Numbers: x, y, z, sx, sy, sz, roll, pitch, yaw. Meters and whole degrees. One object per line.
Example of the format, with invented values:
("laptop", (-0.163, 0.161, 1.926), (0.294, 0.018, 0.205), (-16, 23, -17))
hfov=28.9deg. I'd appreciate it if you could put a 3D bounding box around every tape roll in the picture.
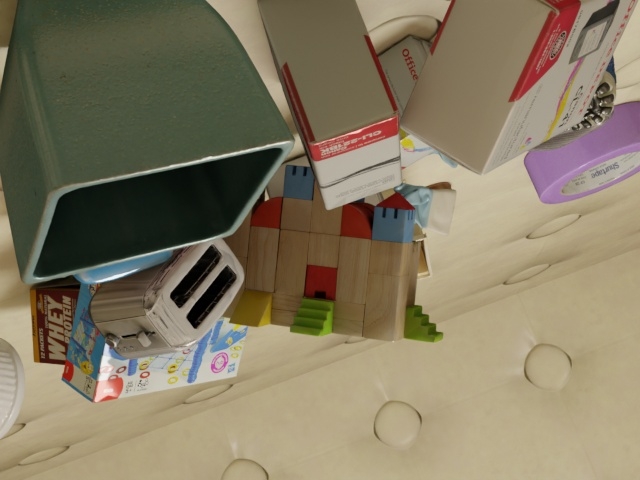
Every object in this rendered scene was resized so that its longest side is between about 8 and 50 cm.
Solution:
("tape roll", (0.551, -0.172, 2.484), (0.275, 0.090, 0.275), (-20, 164, -6))

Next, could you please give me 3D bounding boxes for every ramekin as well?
("ramekin", (-0.633, 0.259, 2.175), (0.207, 0.207, 0.109), (-27, 154, 20))

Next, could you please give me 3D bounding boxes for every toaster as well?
("toaster", (-0.210, 0.068, 1.771), (0.146, 0.129, 0.227), (-5, -144, 44))

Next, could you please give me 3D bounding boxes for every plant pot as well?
("plant pot", (-0.209, -0.136, 1.276), (0.247, 0.252, 0.248), (-13, 163, -25))

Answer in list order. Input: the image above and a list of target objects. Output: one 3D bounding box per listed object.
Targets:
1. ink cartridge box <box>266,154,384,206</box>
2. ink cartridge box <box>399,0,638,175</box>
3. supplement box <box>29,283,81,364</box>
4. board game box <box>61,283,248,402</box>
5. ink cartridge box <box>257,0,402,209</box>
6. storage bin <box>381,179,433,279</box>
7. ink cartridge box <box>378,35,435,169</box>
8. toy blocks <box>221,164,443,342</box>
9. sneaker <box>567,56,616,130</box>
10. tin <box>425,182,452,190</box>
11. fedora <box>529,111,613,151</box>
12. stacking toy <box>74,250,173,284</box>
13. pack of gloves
("ink cartridge box", (0.025, -0.041, 2.073), (0.171, 0.168, 0.233), (-22, 165, 4))
("ink cartridge box", (0.253, -0.232, 1.510), (0.306, 0.131, 0.226), (-26, 144, -51))
("supplement box", (-0.362, 0.139, 2.122), (0.191, 0.129, 0.194), (-1, -177, 44))
("board game box", (-0.238, 0.087, 1.980), (0.308, 0.086, 0.302), (-5, 116, -46))
("ink cartridge box", (0.018, -0.177, 1.544), (0.114, 0.197, 0.273), (-20, 164, 0))
("storage bin", (0.067, 0.013, 2.344), (0.260, 0.123, 0.262), (-16, 163, 3))
("ink cartridge box", (0.113, -0.187, 1.768), (0.176, 0.128, 0.127), (-29, 163, 29))
("toy blocks", (0.000, 0.000, 1.853), (0.381, 0.261, 0.191), (7, -176, 21))
("sneaker", (0.286, -0.224, 1.845), (0.330, 0.147, 0.130), (-6, 130, 30))
("tin", (0.202, -0.061, 2.499), (0.106, 0.040, 0.190), (-11, 162, -21))
("fedora", (0.380, -0.225, 2.003), (0.275, 0.124, 0.244), (-11, 162, -34))
("stacking toy", (-0.355, -0.012, 1.764), (0.166, 0.175, 0.302), (-17, 179, -34))
("pack of gloves", (0.166, -0.114, 2.071), (0.046, 0.195, 0.232), (13, -177, 31))
